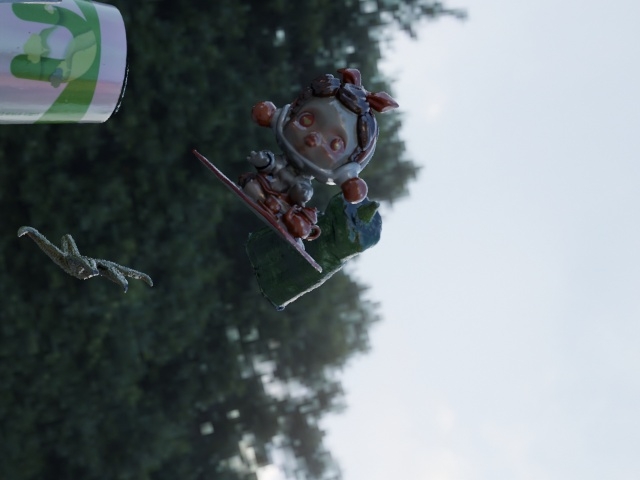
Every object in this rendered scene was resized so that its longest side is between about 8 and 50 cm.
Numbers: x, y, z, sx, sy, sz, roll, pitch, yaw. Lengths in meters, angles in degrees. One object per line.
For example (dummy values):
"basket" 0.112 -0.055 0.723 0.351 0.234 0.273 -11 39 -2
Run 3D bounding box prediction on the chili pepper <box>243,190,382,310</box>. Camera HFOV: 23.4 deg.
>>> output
"chili pepper" 0.000 0.000 2.482 0.270 0.099 0.136 -28 -124 36

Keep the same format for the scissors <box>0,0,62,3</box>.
"scissors" -0.316 -0.242 1.513 0.015 0.189 0.100 12 -81 31

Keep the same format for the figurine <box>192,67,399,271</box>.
"figurine" -0.004 -0.114 1.943 0.183 0.226 0.160 42 -3 29

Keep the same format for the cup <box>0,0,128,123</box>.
"cup" -0.454 -0.281 2.353 0.253 0.274 0.253 -15 -108 59

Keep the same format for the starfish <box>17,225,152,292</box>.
"starfish" -0.334 0.032 2.223 0.223 0.217 0.050 40 -68 60
